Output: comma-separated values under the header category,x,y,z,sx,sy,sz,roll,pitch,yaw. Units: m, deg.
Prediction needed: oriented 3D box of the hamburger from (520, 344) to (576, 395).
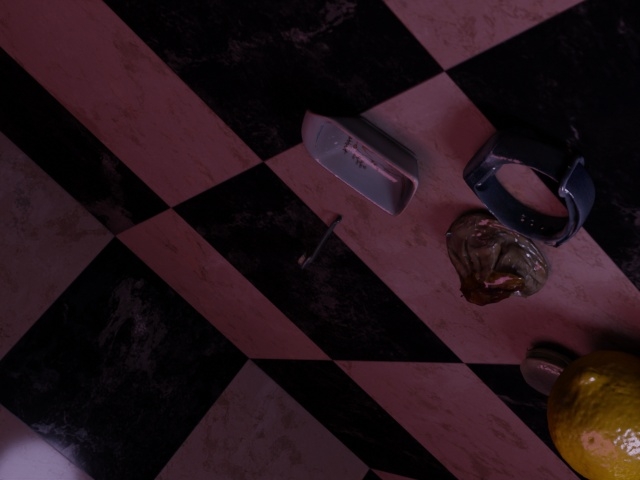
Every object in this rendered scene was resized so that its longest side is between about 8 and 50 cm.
category,x,y,z,sx,sy,sz,roll,pitch,yaw
hamburger,0.458,0.258,1.674,0.133,0.062,0.140,32,155,6

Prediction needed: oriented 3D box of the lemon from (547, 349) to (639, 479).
category,x,y,z,sx,sy,sz,roll,pitch,yaw
lemon,0.508,0.304,1.476,0.253,0.228,0.228,45,157,-9

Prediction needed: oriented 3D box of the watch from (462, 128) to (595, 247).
category,x,y,z,sx,sy,sz,roll,pitch,yaw
watch,0.312,-0.077,1.257,0.193,0.068,0.206,34,161,1

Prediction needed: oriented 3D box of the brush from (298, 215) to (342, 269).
category,x,y,z,sx,sy,sz,roll,pitch,yaw
brush,0.000,0.000,1.895,0.027,0.062,0.266,43,153,4

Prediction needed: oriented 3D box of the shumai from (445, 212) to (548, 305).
category,x,y,z,sx,sy,sz,roll,pitch,yaw
shumai,0.290,0.055,1.470,0.201,0.120,0.201,29,154,15

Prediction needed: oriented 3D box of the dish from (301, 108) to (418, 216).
category,x,y,z,sx,sy,sz,roll,pitch,yaw
dish,0.072,-0.152,1.472,0.234,0.064,0.154,35,157,5
